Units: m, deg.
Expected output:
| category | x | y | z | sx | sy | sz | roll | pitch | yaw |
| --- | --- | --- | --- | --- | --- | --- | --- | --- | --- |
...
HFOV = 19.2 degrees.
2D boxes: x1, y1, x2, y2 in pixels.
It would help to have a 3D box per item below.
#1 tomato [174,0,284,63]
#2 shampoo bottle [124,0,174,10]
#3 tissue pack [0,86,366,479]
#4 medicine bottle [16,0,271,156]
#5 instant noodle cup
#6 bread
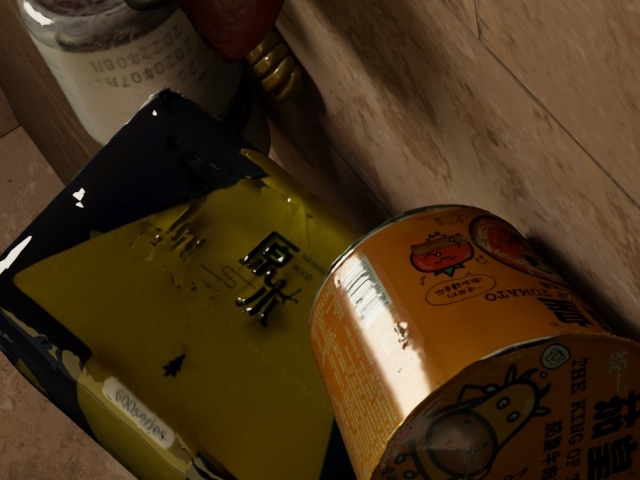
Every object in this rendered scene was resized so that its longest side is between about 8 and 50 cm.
| category | x | y | z | sx | sy | sz | roll | pitch | yaw |
| --- | --- | --- | --- | --- | --- | --- | --- | --- | --- |
| tomato | -0.097 | -0.242 | 1.339 | 0.228 | 0.101 | 0.228 | 49 | -169 | -12 |
| shampoo bottle | -0.173 | -0.323 | 1.485 | 0.284 | 0.101 | 0.101 | 61 | 169 | -20 |
| tissue pack | -0.050 | 0.108 | 1.559 | 0.416 | 0.264 | 0.253 | 38 | 165 | 24 |
| medicine bottle | -0.153 | -0.159 | 1.714 | 0.165 | 0.165 | 0.273 | 49 | 171 | 38 |
| instant noodle cup | 0.096 | 0.091 | 1.236 | 0.172 | 0.215 | 0.216 | 60 | 175 | 45 |
| bread | -0.046 | -0.156 | 1.590 | 0.088 | 0.033 | 0.049 | 57 | 164 | 5 |
